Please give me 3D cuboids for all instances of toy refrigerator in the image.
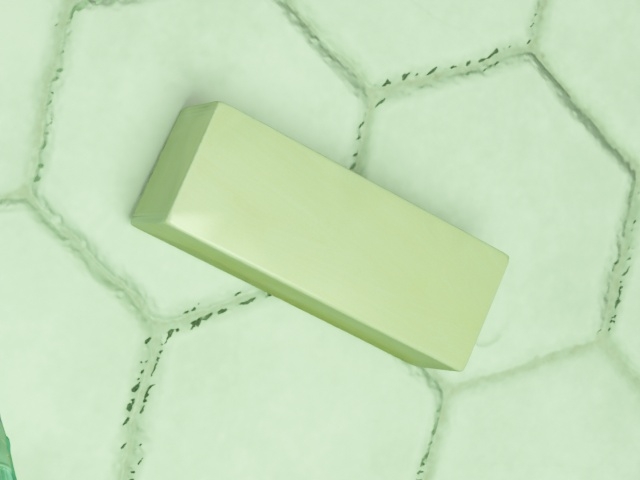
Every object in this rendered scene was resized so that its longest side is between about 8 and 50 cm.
[{"bbox_3d":[0.000,0.000,1.446,0.269,0.094,0.102,27,79,-22],"label":"toy refrigerator"}]

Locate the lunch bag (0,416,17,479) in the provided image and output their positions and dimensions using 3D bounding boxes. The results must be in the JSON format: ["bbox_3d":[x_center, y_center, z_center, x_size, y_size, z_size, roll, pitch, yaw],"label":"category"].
[{"bbox_3d":[-0.299,0.199,1.258,0.108,0.279,0.224,26,97,-21],"label":"lunch bag"}]
